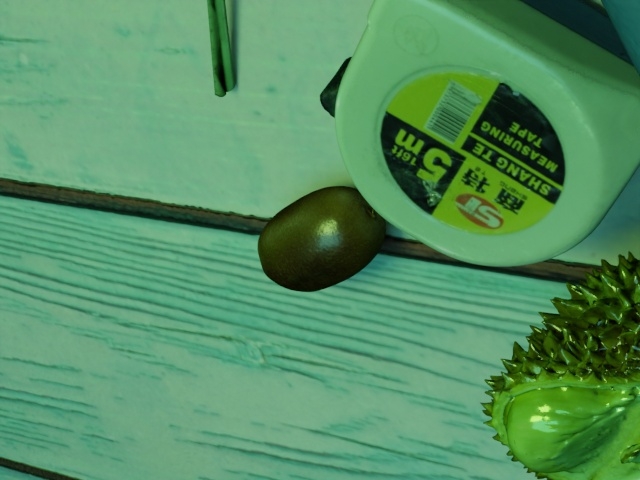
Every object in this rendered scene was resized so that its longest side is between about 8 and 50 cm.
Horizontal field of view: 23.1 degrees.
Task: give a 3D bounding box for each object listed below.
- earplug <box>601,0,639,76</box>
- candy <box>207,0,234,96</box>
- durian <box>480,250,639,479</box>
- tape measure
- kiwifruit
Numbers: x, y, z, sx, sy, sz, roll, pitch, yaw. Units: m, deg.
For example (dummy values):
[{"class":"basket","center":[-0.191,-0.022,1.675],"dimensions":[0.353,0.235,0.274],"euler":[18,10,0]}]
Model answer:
[{"class":"earplug","center":[0.211,-0.141,0.841],"dimensions":[0.132,0.132,0.273],"euler":[7,149,34]},{"class":"candy","center":[-0.079,-0.209,1.146],"dimensions":[0.077,0.073,0.262],"euler":[40,150,32]},{"class":"durian","center":[0.243,0.102,1.061],"dimensions":[0.237,0.176,0.200],"euler":[2,139,46]},{"class":"tape measure","center":[0.175,-0.057,1.046],"dimensions":[0.351,0.098,0.215],"euler":[31,135,4]},{"class":"kiwifruit","center":[0.000,0.000,1.242],"dimensions":[0.124,0.075,0.075],"euler":[-27,105,43]}]
